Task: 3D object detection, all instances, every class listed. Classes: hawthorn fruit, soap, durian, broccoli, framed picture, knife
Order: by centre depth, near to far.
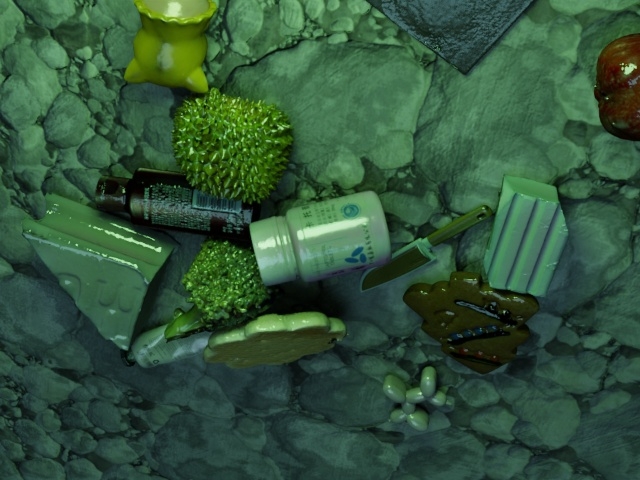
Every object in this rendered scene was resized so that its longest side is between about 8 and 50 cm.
[{"bbox_3d":[0.553,-0.258,1.562,0.202,0.185,0.185,-18,122,3],"label":"hawthorn fruit"},{"bbox_3d":[0.249,-0.455,1.570,0.244,0.013,0.324,34,125,-14],"label":"framed picture"},{"bbox_3d":[-0.166,-0.169,1.773,0.237,0.176,0.200,22,147,-18],"label":"durian"},{"bbox_3d":[0.390,-0.013,1.818,0.145,0.091,0.230,11,127,0],"label":"soap"},{"bbox_3d":[0.205,0.026,1.922,0.343,0.027,0.061,-30,119,29],"label":"knife"},{"bbox_3d":[-0.224,0.084,1.947,0.273,0.242,0.180,-19,98,16],"label":"broccoli"},{"bbox_3d":[-0.485,0.071,2.024,0.302,0.159,0.257,22,129,-3],"label":"soap"}]

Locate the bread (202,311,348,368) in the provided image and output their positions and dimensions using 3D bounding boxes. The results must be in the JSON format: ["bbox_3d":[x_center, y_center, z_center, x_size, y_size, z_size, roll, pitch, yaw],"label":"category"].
[{"bbox_3d":[-0.098,0.210,2.020,0.316,0.054,0.316,-8,161,-3],"label":"bread"}]

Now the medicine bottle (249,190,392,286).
[{"bbox_3d":[0.000,0.000,1.830,0.255,0.152,0.152,-12,124,-3],"label":"medicine bottle"}]

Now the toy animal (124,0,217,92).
[{"bbox_3d":[-0.256,-0.370,1.660,0.156,0.156,0.229,12,124,3],"label":"toy animal"}]

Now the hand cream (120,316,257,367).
[{"bbox_3d":[-0.294,0.218,2.152,0.336,0.076,0.121,-18,126,16],"label":"hand cream"}]

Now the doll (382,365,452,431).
[{"bbox_3d":[0.211,0.363,2.149,0.161,0.059,0.160,-17,119,22],"label":"doll"}]

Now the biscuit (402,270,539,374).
[{"bbox_3d":[0.324,0.181,1.976,0.278,0.043,0.301,-2,133,24],"label":"biscuit"}]

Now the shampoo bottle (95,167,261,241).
[{"bbox_3d":[-0.284,-0.077,1.911,0.323,0.084,0.129,6,111,7],"label":"shampoo bottle"}]
